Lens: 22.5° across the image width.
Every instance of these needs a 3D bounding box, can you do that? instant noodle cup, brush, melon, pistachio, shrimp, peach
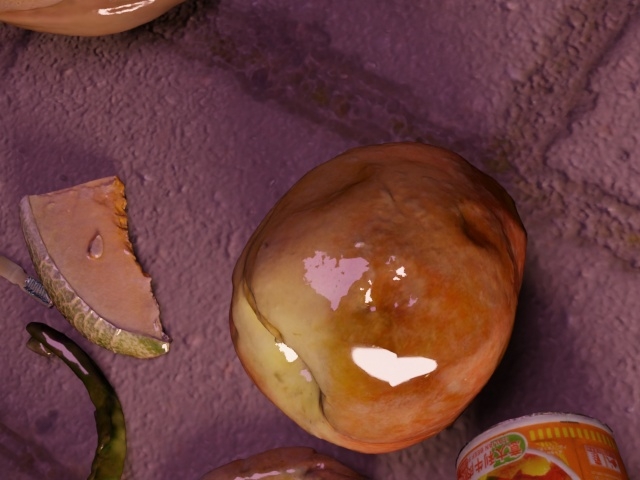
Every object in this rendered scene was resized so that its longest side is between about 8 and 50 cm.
[{"bbox_3d":[0.162,0.222,1.078,0.168,0.168,0.185,-20,53,16],"label":"instant noodle cup"},{"bbox_3d":[-0.266,0.035,1.438,0.083,0.013,0.016,30,84,34],"label":"brush"},{"bbox_3d":[-0.195,0.031,1.390,0.098,0.054,0.182,-17,59,-8],"label":"melon"},{"bbox_3d":[-0.244,-0.277,1.483,0.293,0.162,0.182,7,59,28],"label":"pistachio"},{"bbox_3d":[-0.008,0.223,1.207,0.254,0.059,0.145,-8,54,27],"label":"shrimp"},{"bbox_3d":[0.055,0.032,1.174,0.214,0.214,0.235,31,63,33],"label":"peach"}]

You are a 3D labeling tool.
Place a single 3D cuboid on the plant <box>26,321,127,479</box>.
[{"bbox_3d":[-0.196,0.215,1.237,0.251,0.180,0.333,18,66,8],"label":"plant"}]
